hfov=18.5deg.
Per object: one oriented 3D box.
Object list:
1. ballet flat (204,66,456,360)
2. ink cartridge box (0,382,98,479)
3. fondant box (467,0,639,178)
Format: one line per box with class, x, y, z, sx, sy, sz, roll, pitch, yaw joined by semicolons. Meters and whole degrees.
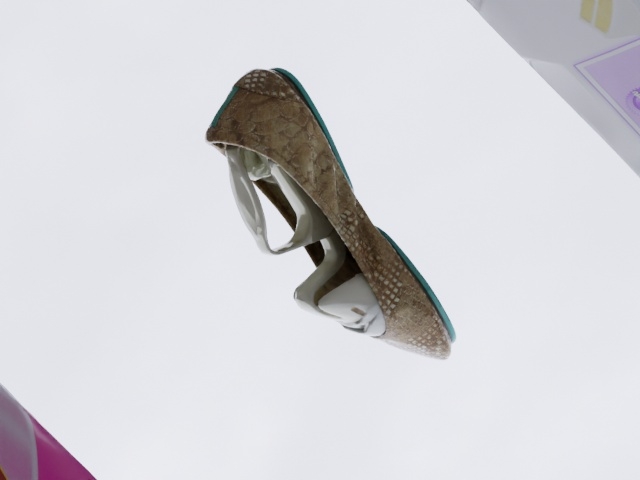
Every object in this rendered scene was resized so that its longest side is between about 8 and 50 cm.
ballet flat;0.000;0.000;1.109;0.067;0.206;0.073;-41;-163;-22
ink cartridge box;-0.159;0.107;0.729;0.069;0.371;0.176;-32;-156;16
fondant box;0.148;-0.232;0.972;0.096;0.238;0.330;-19;-138;39
